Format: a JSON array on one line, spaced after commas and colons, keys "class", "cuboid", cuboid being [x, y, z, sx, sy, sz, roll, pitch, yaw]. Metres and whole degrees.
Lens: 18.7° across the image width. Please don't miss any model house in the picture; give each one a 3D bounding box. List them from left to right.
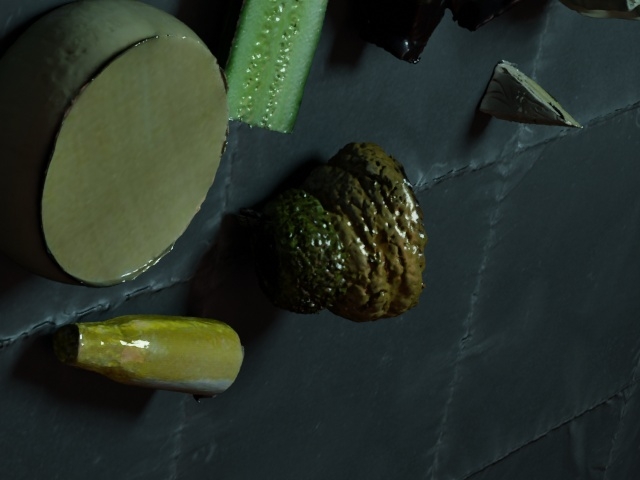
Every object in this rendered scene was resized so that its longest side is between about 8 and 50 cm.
[{"class": "model house", "cuboid": [0.117, -0.268, 1.936, 0.203, 0.141, 0.164, -27, 162, -12]}]

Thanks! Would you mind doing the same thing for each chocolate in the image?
[{"class": "chocolate", "cuboid": [-0.168, 0.102, 1.849, 0.219, 0.086, 0.085, 13, 104, -54]}]

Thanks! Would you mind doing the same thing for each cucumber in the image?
[{"class": "cucumber", "cuboid": [-0.047, -0.221, 1.767, 0.115, 0.063, 0.243, 0, 115, -48]}]

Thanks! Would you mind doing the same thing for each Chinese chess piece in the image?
[{"class": "Chinese chess piece", "cuboid": [-0.186, -0.082, 1.649, 0.250, 0.103, 0.249, -35, 139, -36]}]

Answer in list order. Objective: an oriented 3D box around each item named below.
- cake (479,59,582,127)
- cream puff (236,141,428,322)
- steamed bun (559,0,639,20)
[{"class": "cake", "cuboid": [0.239, -0.144, 2.178, 0.052, 0.121, 0.065, 18, 108, -51]}, {"class": "cream puff", "cuboid": [0.000, 0.000, 1.948, 0.169, 0.183, 0.183, -11, 127, -23]}, {"class": "steamed bun", "cuboid": [0.299, -0.337, 2.096, 0.211, 0.144, 0.218, 68, 27, -61]}]
